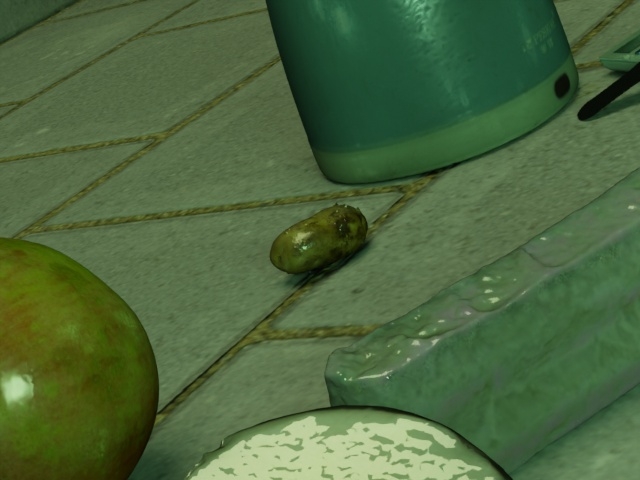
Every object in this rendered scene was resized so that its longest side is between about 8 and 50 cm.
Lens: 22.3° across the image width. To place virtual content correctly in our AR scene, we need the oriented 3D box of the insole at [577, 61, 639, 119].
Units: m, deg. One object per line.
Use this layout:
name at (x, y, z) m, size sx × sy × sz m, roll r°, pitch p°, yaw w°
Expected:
insole at (0.269, -0.141, 1.344) m, size 0.135 × 0.002 × 0.045 m, roll -37°, pitch 19°, yaw 11°

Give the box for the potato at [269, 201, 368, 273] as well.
potato at (0.000, 0.000, 1.242) m, size 0.083 × 0.040 × 0.051 m, roll -28°, pitch 7°, yaw -23°

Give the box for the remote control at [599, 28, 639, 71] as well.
remote control at (0.301, -0.158, 1.378) m, size 0.061 × 0.029 × 0.162 m, roll -32°, pitch 17°, yaw -11°

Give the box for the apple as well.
apple at (-0.194, 0.091, 0.968) m, size 0.196 × 0.196 × 0.196 m, roll -19°, pitch 18°, yaw 7°

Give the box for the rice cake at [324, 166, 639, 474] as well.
rice cake at (0.135, 0.044, 0.870) m, size 0.298 × 0.106 × 0.050 m, roll -29°, pitch 30°, yaw -24°

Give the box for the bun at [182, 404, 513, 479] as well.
bun at (0.011, 0.158, 0.656) m, size 0.173 × 0.120 × 0.172 m, roll -6°, pitch 44°, yaw 6°

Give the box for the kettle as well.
kettle at (0.076, -0.270, 1.446) m, size 0.247 × 0.342 × 0.319 m, roll -8°, pitch 22°, yaw 37°
